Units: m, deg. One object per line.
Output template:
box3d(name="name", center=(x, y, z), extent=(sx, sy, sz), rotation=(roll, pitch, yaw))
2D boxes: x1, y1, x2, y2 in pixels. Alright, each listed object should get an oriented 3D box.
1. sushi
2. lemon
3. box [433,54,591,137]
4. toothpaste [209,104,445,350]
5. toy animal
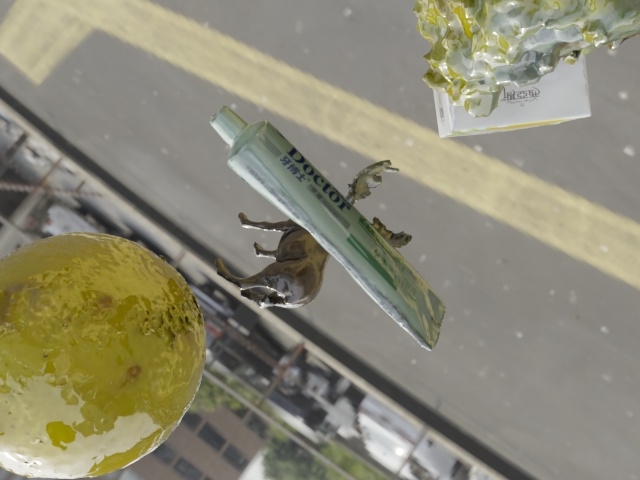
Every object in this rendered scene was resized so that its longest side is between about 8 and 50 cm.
box3d(name="sushi", center=(0.257, -0.274, 1.005), extent=(0.351, 0.396, 0.240), rotation=(-13, 98, 44))
box3d(name="lemon", center=(-0.259, 0.123, 1.192), extent=(0.257, 0.310, 0.258), rotation=(13, 116, 29))
box3d(name="box", center=(0.268, -0.213, 1.645), extent=(0.194, 0.111, 0.260), rotation=(-7, -179, 4))
box3d(name="toothpaste", center=(0.008, -0.012, 0.780), extent=(0.218, 0.041, 0.064), rotation=(43, -150, -11))
box3d(name="toy animal", center=(0.000, 0.000, 1.277), extent=(0.186, 0.214, 0.094), rotation=(-6, 127, 22))
